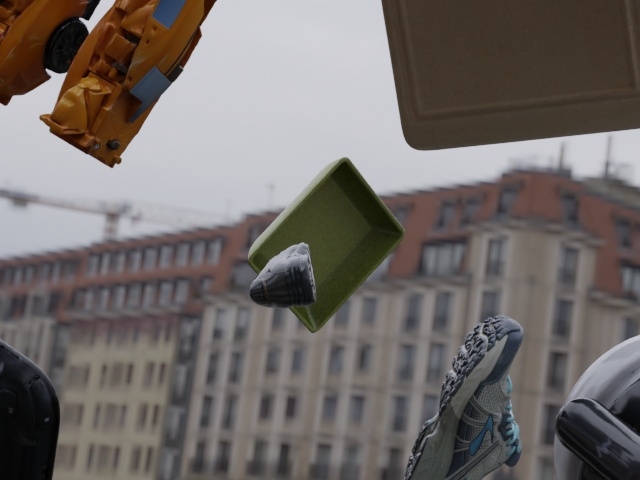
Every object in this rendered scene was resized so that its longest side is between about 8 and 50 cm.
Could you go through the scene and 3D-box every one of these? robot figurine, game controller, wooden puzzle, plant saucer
[{"bbox_3d":[-0.132,-0.209,1.178,0.211,0.291,0.085,29,-2,26],"label":"robot figurine"},{"bbox_3d":[-0.326,0.232,1.619,0.067,0.319,0.166,-14,37,-41],"label":"game controller"},{"bbox_3d":[0.270,0.173,1.114,0.174,0.209,0.278,-27,33,-13],"label":"robot figurine"},{"bbox_3d":[0.160,-0.197,1.393,0.221,0.238,0.044,-5,19,20],"label":"wooden puzzle"},{"bbox_3d":[0.000,0.000,2.219,0.045,0.188,0.188,37,-9,44],"label":"plant saucer"}]

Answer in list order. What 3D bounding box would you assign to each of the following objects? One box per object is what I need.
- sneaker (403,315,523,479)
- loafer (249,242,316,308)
[{"bbox_3d":[0.207,0.222,2.147,0.122,0.283,0.110,22,27,-4],"label":"sneaker"},{"bbox_3d":[-0.037,0.037,1.689,0.061,0.062,0.170,-10,0,2],"label":"loafer"}]
